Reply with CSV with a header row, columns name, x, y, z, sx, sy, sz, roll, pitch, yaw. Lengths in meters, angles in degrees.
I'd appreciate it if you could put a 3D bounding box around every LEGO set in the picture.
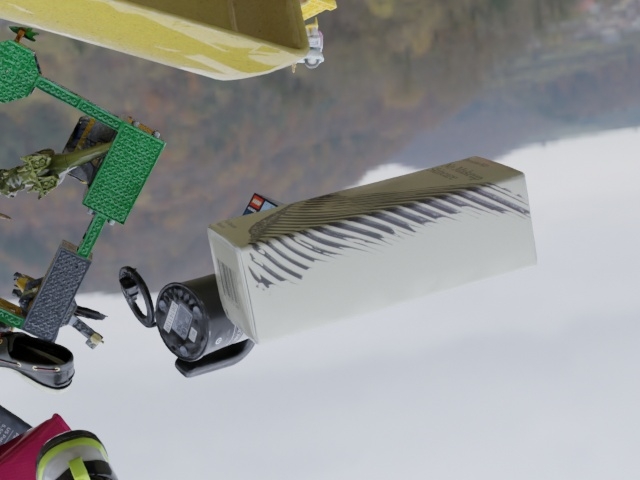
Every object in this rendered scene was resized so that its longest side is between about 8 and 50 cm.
name,x,y,z,sx,sy,sz,roll,pitch,yaw
LEGO set,-0.309,-0.050,1.476,0.254,0.331,0.192,19,-175,-11
LEGO set,-0.032,-0.326,1.849,0.132,0.107,0.287,-5,164,-16

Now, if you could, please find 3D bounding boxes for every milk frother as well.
name,x,y,z,sx,sy,sz,roll,pitch,yaw
milk frother,-0.125,0.060,1.485,0.134,0.143,0.129,-16,154,-45

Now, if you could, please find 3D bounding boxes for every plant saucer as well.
name,x,y,z,sx,sy,sz,roll,pitch,yaw
plant saucer,-0.192,-0.274,1.332,0.332,0.081,0.333,13,-145,-19

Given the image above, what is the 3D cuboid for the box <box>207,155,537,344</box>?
name,x,y,z,sx,sy,sz,roll,pitch,yaw
box,0.047,0.005,1.249,0.275,0.094,0.113,-16,-163,-17

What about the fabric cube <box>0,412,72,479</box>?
name,x,y,z,sx,sy,sz,roll,pitch,yaw
fabric cube,-0.375,0.401,1.650,0.258,0.259,0.254,-42,-173,-38

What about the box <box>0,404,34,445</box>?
name,x,y,z,sx,sy,sz,roll,pitch,yaw
box,-0.494,0.360,2.049,0.395,0.212,0.293,39,164,-25

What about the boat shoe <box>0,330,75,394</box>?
name,x,y,z,sx,sy,sz,roll,pitch,yaw
boat shoe,-0.298,0.105,1.338,0.133,0.042,0.049,20,-146,8

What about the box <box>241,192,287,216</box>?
name,x,y,z,sx,sy,sz,roll,pitch,yaw
box,0.000,0.000,2.013,0.159,0.044,0.233,29,-176,19

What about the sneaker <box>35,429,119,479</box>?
name,x,y,z,sx,sy,sz,roll,pitch,yaw
sneaker,-0.193,0.272,1.212,0.084,0.235,0.097,-25,-145,-14
